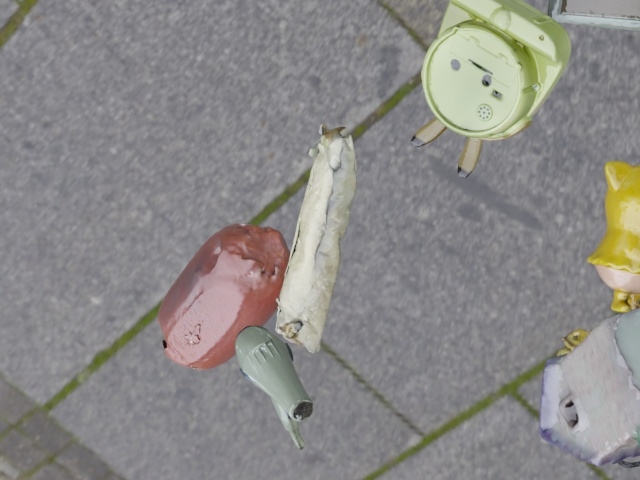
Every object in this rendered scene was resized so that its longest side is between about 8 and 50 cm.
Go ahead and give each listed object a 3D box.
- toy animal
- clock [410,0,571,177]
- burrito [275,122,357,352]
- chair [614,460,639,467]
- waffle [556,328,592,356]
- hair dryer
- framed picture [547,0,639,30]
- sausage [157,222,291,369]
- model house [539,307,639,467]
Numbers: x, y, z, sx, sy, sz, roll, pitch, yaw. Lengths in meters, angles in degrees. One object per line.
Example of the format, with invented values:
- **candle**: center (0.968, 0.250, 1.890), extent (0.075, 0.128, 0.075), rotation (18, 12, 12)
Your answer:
- **toy animal**: center (0.482, -0.002, 1.868), extent (0.156, 0.156, 0.230), rotation (8, 85, 13)
- **clock**: center (0.201, -0.198, 1.554), extent (0.170, 0.069, 0.232), rotation (34, 122, 19)
- **burrito**: center (0.000, 0.000, 0.983), extent (0.041, 0.045, 0.185), rotation (5, 106, -34)
- **chair**: center (0.516, 0.288, 1.657), extent (0.213, 0.149, 0.174), rotation (-20, 135, -10)
- **waffle**: center (0.533, 0.213, 2.021), extent (0.283, 0.065, 0.309), rotation (23, 137, -6)
- **hair dryer**: center (-0.037, 0.209, 1.496), extent (0.067, 0.167, 0.199), rotation (-26, 113, -11)
- **framed picture**: center (0.398, -0.365, 1.448), extent (0.231, 0.018, 0.293), rotation (7, 141, 7)
- **sausage**: center (-0.145, 0.085, 1.841), extent (0.152, 0.152, 0.279), rotation (35, 128, -7)
- **model house**: center (0.157, 0.079, 0.549), extent (0.101, 0.088, 0.100), rotation (-9, 157, -25)
